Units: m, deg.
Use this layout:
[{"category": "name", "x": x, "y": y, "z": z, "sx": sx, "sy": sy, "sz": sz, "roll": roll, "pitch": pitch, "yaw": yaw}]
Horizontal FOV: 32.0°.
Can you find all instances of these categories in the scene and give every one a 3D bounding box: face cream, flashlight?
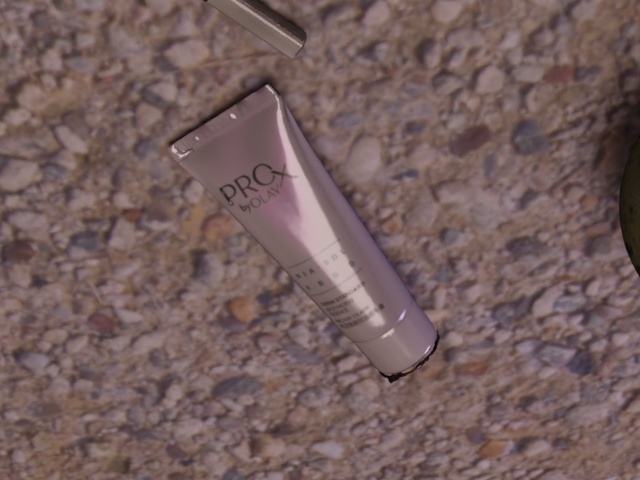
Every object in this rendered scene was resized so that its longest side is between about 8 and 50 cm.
[{"category": "face cream", "x": 0.000, "y": 0.000, "z": 0.812, "sx": 0.092, "sy": 0.058, "sz": 0.243, "roll": -30, "pitch": 115, "yaw": 21}, {"category": "flashlight", "x": -0.047, "y": -0.148, "z": 0.724, "sx": 0.083, "sy": 0.018, "sz": 0.018, "roll": 31, "pitch": 117, "yaw": -23}]

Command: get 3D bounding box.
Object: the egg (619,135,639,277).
[{"category": "egg", "x": 0.299, "y": -0.011, "z": 0.753, "sx": 0.177, "sy": 0.177, "sz": 0.228, "roll": -28, "pitch": 136, "yaw": 14}]
